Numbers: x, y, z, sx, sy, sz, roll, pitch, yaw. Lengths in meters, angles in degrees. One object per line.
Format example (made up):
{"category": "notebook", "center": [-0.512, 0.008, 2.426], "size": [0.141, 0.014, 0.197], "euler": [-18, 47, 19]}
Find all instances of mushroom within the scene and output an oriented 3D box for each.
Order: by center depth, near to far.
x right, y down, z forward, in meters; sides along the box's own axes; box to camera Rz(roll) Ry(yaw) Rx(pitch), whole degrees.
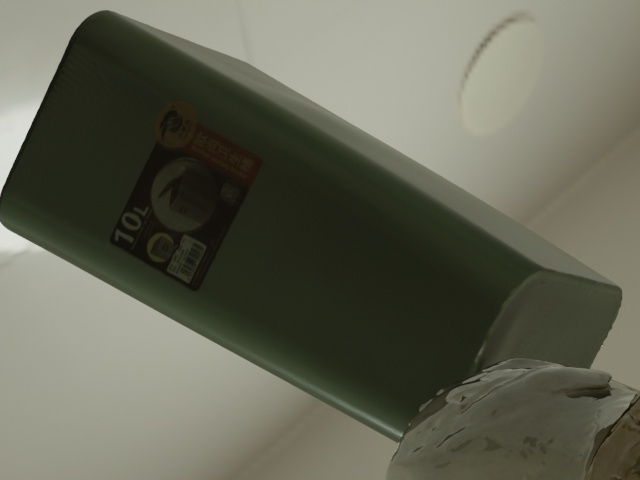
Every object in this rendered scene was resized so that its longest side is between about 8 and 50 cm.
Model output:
{"category": "mushroom", "center": [0.098, 0.078, 0.603], "size": [0.092, 0.223, 0.081], "euler": [23, -100, -16]}

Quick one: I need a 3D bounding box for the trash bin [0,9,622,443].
{"category": "trash bin", "center": [0.000, 0.000, 1.192], "size": [0.343, 0.223, 0.158], "euler": [28, -83, 27]}
